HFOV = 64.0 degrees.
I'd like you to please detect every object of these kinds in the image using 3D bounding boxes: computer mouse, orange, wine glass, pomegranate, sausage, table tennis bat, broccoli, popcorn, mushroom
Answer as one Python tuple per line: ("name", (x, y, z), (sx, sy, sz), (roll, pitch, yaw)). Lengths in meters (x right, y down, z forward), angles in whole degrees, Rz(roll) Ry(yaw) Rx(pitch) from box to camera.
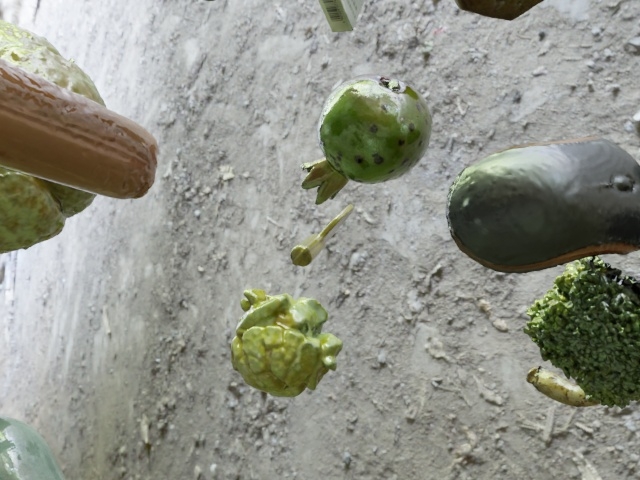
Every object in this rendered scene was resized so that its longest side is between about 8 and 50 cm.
("computer mouse", (0.338, -0.054, 0.729), (0.116, 0.324, 0.182), (121, 137, -74))
("orange", (-0.444, -0.154, 0.799), (0.271, 0.211, 0.368), (118, 145, -61))
("wine glass", (-0.334, 0.230, 0.528), (0.202, 0.093, 0.093), (43, 123, 10))
("pomegranate", (0.089, -0.205, 1.029), (0.286, 0.231, 0.230), (142, 124, -59))
("sausage", (-0.253, -0.100, 0.435), (0.086, 0.289, 0.086), (-5, 79, 25))
("table tennis bat", (0.000, 0.000, 1.246), (0.050, 0.321, 0.198), (44, 112, 3))
("broccoli", (0.445, 0.156, 0.846), (0.180, 0.273, 0.242), (-33, 78, 6))
("popcorn", (-0.066, 0.171, 0.889), (0.167, 0.186, 0.187), (-42, 37, 33))
("mushroom", (0.637, 0.303, 1.057), (0.302, 0.208, 0.232), (-45, 52, 37))

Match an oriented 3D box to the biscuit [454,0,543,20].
("biscuit", (0.412, -0.631, 1.045), (0.359, 0.359, 0.046), (-55, 39, 31))

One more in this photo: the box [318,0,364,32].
("box", (0.023, -0.235, 0.454), (0.024, 0.054, 0.083), (8, 67, 29))
